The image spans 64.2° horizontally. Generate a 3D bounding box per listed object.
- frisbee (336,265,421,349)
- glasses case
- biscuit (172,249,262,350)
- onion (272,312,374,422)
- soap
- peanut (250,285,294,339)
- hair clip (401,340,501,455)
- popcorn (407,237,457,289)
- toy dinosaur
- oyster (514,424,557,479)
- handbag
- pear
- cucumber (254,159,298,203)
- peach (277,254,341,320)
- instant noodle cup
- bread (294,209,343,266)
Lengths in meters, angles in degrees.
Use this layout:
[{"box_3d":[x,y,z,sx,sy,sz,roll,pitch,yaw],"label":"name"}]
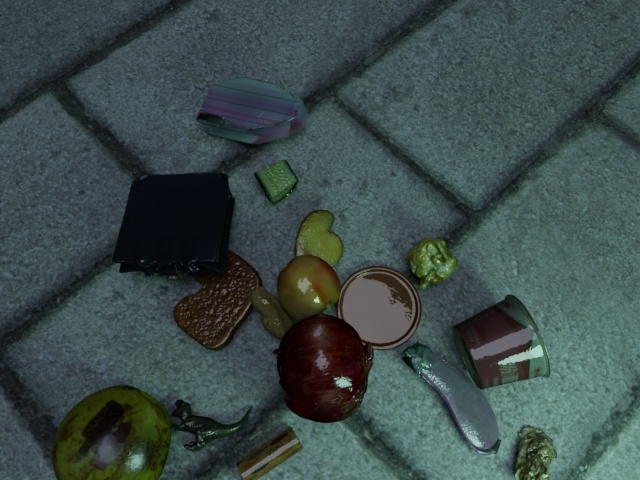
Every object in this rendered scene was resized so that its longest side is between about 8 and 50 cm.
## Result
[{"box_3d":[0.170,0.195,1.493,0.251,0.021,0.250,0,70,-1],"label":"frisbee"},{"box_3d":[-0.133,0.564,1.339,0.170,0.041,0.064,-30,72,-11],"label":"glasses case"},{"box_3d":[-0.318,0.156,1.486,0.262,0.052,0.277,26,71,13],"label":"biscuit"},{"box_3d":[0.015,0.325,1.313,0.276,0.276,0.276,0,69,-1],"label":"onion"},{"box_3d":[-0.213,-0.414,1.645,0.324,0.109,0.192,15,74,15],"label":"soap"},{"box_3d":[-0.136,0.209,1.434,0.080,0.080,0.174,-35,97,-13],"label":"peanut"},{"box_3d":[0.363,0.418,1.387,0.359,0.110,0.095,45,115,10],"label":"hair clip"},{"box_3d":[0.324,0.060,1.499,0.141,0.162,0.136,-20,33,-31],"label":"popcorn"},{"box_3d":[-0.301,0.460,1.352,0.187,0.087,0.179,37,74,11],"label":"toy dinosaur"},{"box_3d":[0.565,0.577,1.338,0.108,0.053,0.165,30,64,-1],"label":"oyster"},{"box_3d":[-0.416,-0.038,1.487,0.304,0.122,0.329,-1,58,4],"label":"handbag"},{"box_3d":[-0.497,0.495,1.241,0.284,0.283,0.283,0,69,-1],"label":"pear"},{"box_3d":[-0.137,-0.185,1.611,0.116,0.062,0.115,-26,73,-18],"label":"cucumber"},{"box_3d":[-0.037,0.129,1.428,0.184,0.184,0.184,0,69,-1],"label":"peach"},{"box_3d":[0.474,0.283,1.366,0.179,0.235,0.234,-22,71,2],"label":"instant noodle cup"},{"box_3d":[0.000,0.000,1.547,0.150,0.065,0.187,20,67,-5],"label":"bread"}]
